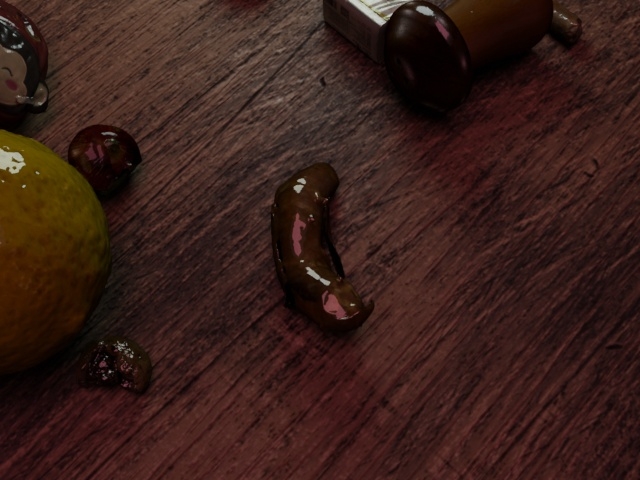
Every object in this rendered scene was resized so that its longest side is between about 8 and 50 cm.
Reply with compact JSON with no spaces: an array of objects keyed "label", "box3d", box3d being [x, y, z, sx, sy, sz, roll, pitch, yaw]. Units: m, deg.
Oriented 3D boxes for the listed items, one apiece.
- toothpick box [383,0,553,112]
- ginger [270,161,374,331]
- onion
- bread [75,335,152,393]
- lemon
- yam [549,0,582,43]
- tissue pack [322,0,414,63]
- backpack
[{"label":"toothpick box","box3d":[0.246,-0.349,1.246,0.294,0.192,0.192,-34,68,-19]},{"label":"ginger","box3d":[-0.012,0.008,1.130,0.133,0.107,0.309,-20,61,8]},{"label":"onion","box3d":[-0.358,-0.137,1.202,0.118,0.119,0.117,29,47,14]},{"label":"bread","box3d":[-0.306,0.181,1.081,0.113,0.060,0.082,2,68,4]},{"label":"lemon","box3d":[-0.475,0.013,0.994,0.349,0.387,0.350,-12,61,23]},{"label":"yam","box3d":[0.397,-0.454,1.357,0.056,0.057,0.241,-32,66,-12]},{"label":"tissue pack","box3d":[0.085,-0.417,1.322,0.099,0.106,0.148,-41,71,-15]},{"label":"backpack","box3d":[-0.566,-0.309,1.252,0.138,0.229,0.229,-13,57,41]}]
